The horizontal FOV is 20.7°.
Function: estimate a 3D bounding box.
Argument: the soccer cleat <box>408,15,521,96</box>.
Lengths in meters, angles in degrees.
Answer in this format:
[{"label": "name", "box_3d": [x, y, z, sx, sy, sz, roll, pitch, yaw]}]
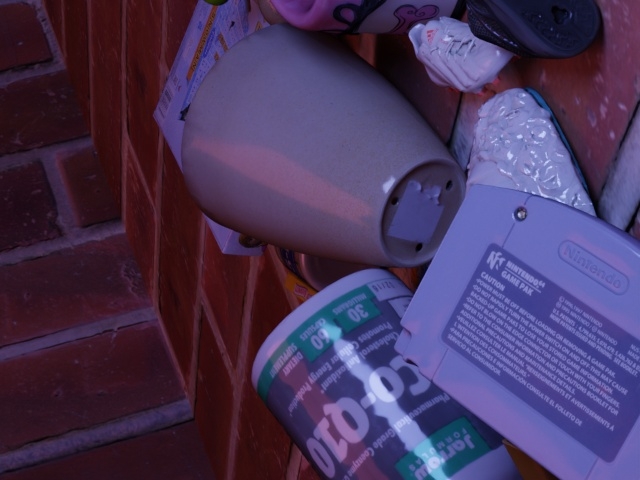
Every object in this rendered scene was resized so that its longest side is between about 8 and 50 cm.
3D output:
[{"label": "soccer cleat", "box_3d": [0.134, -0.183, 1.692, 0.076, 0.068, 0.196, 44, 172, -12]}]

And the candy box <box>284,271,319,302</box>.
[{"label": "candy box", "box_3d": [0.032, 0.084, 2.257, 0.206, 0.105, 0.027, -148, 72, -68]}]

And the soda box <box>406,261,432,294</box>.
[{"label": "soda box", "box_3d": [0.142, 0.092, 1.958, 0.063, 0.058, 0.183, -145, 42, -66]}]

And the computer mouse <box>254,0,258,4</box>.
[{"label": "computer mouse", "box_3d": [-0.093, -0.379, 2.236, 0.262, 0.060, 0.184, -20, 77, 45]}]

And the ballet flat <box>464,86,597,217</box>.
[{"label": "ballet flat", "box_3d": [0.199, 0.032, 1.572, 0.147, 0.147, 0.409, 102, 151, -58]}]

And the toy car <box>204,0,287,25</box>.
[{"label": "toy car", "box_3d": [-0.027, -0.300, 2.065, 0.188, 0.149, 0.155, 50, 135, 1]}]

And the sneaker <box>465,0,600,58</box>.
[{"label": "sneaker", "box_3d": [0.135, -0.241, 1.519, 0.227, 0.087, 0.130, 43, 171, -7]}]

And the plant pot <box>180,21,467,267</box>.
[{"label": "plant pot", "box_3d": [0.026, -0.077, 1.929, 0.274, 0.256, 0.256, 33, 137, 45]}]

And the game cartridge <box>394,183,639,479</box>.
[{"label": "game cartridge", "box_3d": [0.208, 0.082, 1.448, 0.297, 0.062, 0.198, 37, 101, 37]}]

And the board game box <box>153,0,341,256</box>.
[{"label": "board game box", "box_3d": [-0.098, -0.199, 2.309, 0.318, 0.066, 0.318, -64, 36, 31]}]

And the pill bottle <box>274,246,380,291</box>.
[{"label": "pill bottle", "box_3d": [0.000, 0.000, 2.274, 0.187, 0.112, 0.112, -149, 47, -68]}]

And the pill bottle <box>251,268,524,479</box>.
[{"label": "pill bottle", "box_3d": [0.105, 0.222, 1.835, 0.361, 0.204, 0.204, 51, 155, 23]}]

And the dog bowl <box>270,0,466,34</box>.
[{"label": "dog bowl", "box_3d": [0.013, -0.396, 1.803, 0.408, 0.150, 0.408, 166, 90, -75]}]

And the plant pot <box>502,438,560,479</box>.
[{"label": "plant pot", "box_3d": [0.240, 0.219, 1.700, 0.083, 0.081, 0.081, 66, 166, -12]}]
